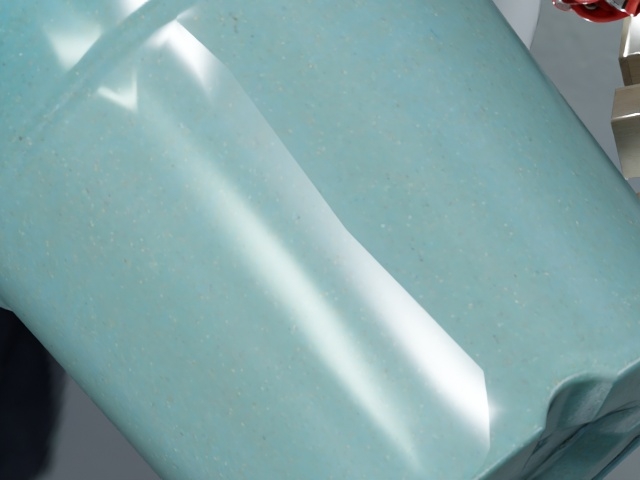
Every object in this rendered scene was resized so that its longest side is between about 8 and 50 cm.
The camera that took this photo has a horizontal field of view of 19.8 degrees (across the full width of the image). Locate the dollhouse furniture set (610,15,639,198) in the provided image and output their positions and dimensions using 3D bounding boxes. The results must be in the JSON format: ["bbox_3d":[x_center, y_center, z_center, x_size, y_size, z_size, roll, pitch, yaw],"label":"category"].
[{"bbox_3d":[0.352,-0.009,1.417,0.303,0.174,0.355,-66,-37,-60],"label":"dollhouse furniture set"}]

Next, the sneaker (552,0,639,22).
[{"bbox_3d":[0.122,-0.207,1.049,0.090,0.270,0.145,26,-107,-76],"label":"sneaker"}]

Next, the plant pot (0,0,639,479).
[{"bbox_3d":[0.000,0.000,0.918,0.341,0.334,0.341,-34,-19,-13],"label":"plant pot"}]

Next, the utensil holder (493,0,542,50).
[{"bbox_3d":[-0.010,-0.296,1.711,0.327,0.385,0.327,4,-90,-67],"label":"utensil holder"}]
